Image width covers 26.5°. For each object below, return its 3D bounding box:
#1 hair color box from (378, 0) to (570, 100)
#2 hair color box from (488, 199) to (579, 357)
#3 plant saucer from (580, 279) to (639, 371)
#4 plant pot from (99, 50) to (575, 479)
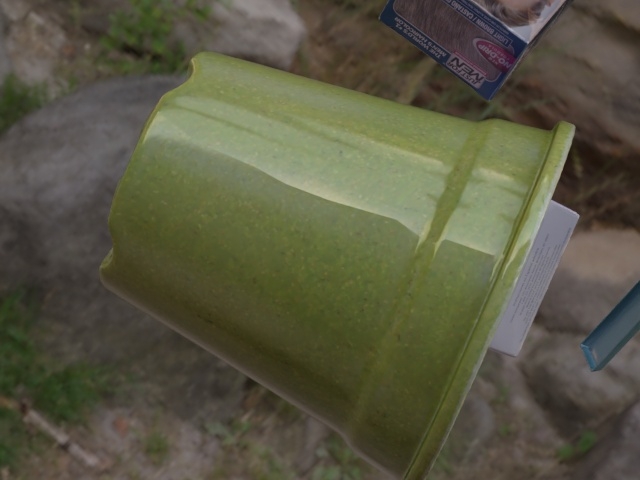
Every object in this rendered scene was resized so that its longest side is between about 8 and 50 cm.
[{"bbox_3d":[0.234,-0.335,1.719,0.174,0.105,0.347,37,44,4],"label":"hair color box"},{"bbox_3d":[0.112,-0.007,1.470,0.338,0.185,0.110,22,3,-41],"label":"hair color box"},{"bbox_3d":[0.438,0.102,1.904,0.018,0.192,0.067,28,25,-21],"label":"plant saucer"},{"bbox_3d":[0.000,0.000,0.925,0.253,0.276,0.276,23,26,6],"label":"plant pot"}]
